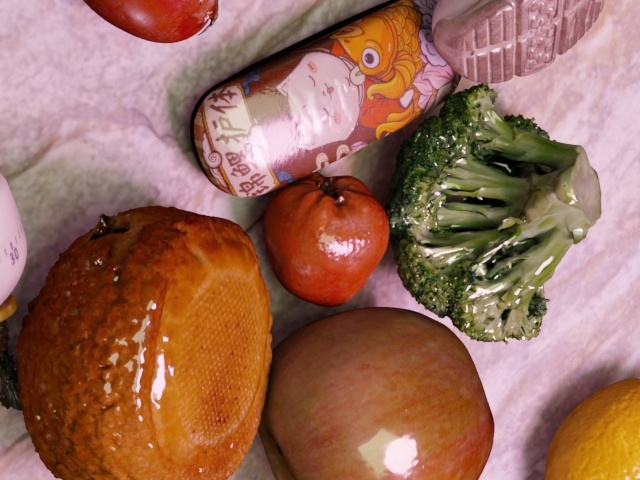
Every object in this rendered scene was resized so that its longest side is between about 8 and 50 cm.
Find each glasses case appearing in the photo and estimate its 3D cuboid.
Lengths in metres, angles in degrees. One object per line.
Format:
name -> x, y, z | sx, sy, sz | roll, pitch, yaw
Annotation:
glasses case -> 0.011, -0.152, 1.567 | 0.321, 0.082, 0.122 | -28, 117, -20

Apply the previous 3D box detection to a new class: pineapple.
pineapple -> -0.319, 0.120, 1.472 | 0.058, 0.058, 0.124 | -28, 118, -20

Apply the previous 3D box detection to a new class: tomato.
tomato -> -0.163, -0.265, 1.414 | 0.167, 0.167, 0.167 | -7, 105, -27

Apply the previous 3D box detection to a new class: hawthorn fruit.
hawthorn fruit -> 0.000, 0.000, 1.574 | 0.133, 0.133, 0.138 | -10, 123, -26

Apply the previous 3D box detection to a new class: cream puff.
cream puff -> -0.179, 0.113, 1.450 | 0.303, 0.212, 0.303 | 4, 90, -65

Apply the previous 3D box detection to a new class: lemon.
lemon -> 0.369, 0.269, 1.801 | 0.257, 0.188, 0.188 | -44, 118, -15

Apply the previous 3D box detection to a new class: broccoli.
broccoli -> 0.191, -0.023, 1.614 | 0.261, 0.242, 0.269 | 47, 45, -29

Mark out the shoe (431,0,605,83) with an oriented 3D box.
shoe -> 0.232, -0.318, 1.596 | 0.351, 0.198, 0.172 | -34, 158, -20

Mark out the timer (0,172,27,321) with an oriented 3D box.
timer -> -0.381, -0.006, 1.307 | 0.233, 0.233, 0.240 | -25, 115, -21

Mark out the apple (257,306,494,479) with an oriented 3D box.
apple -> 0.060, 0.194, 1.575 | 0.234, 0.257, 0.256 | -19, 110, -14
